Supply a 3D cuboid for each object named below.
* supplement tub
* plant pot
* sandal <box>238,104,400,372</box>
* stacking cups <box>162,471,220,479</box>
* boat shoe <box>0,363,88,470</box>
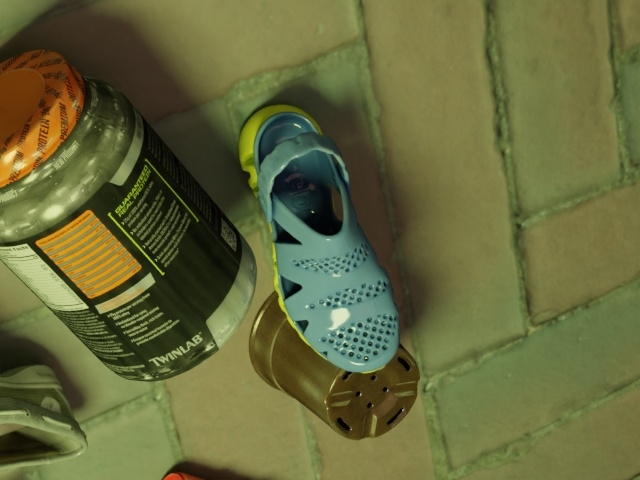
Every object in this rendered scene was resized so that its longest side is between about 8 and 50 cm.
[{"bbox_3d":[-0.230,-0.024,1.778,0.207,0.207,0.338,-42,128,-5],"label":"supplement tub"},{"bbox_3d":[0.024,0.143,2.038,0.167,0.165,0.167,-13,119,-24],"label":"plant pot"},{"bbox_3d":[0.000,0.000,1.890,0.126,0.138,0.317,-25,94,-10],"label":"sandal"},{"bbox_3d":[-0.069,0.360,2.154,0.316,0.096,0.096,23,101,-32],"label":"stacking cups"},{"bbox_3d":[-0.352,0.206,1.794,0.118,0.103,0.320,-43,167,16],"label":"boat shoe"}]
